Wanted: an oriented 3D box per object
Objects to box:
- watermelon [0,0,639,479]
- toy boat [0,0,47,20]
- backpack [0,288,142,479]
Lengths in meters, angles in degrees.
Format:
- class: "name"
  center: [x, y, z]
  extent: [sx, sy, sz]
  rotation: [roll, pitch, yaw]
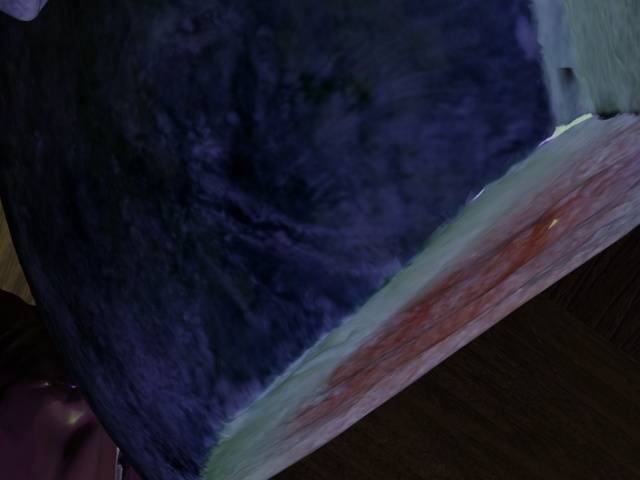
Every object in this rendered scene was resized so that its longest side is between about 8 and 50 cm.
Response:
- class: "watermelon"
  center: [0.030, -0.071, 0.640]
  extent: [0.258, 0.228, 0.387]
  rotation: [-16, 152, -32]
- class: "toy boat"
  center: [-0.071, -0.132, 0.376]
  extent: [0.141, 0.092, 0.319]
  rotation: [-54, 175, -31]
- class: "backpack"
  center: [-0.179, 0.172, 0.839]
  extent: [0.317, 0.197, 0.283]
  rotation: [-55, 174, -11]
